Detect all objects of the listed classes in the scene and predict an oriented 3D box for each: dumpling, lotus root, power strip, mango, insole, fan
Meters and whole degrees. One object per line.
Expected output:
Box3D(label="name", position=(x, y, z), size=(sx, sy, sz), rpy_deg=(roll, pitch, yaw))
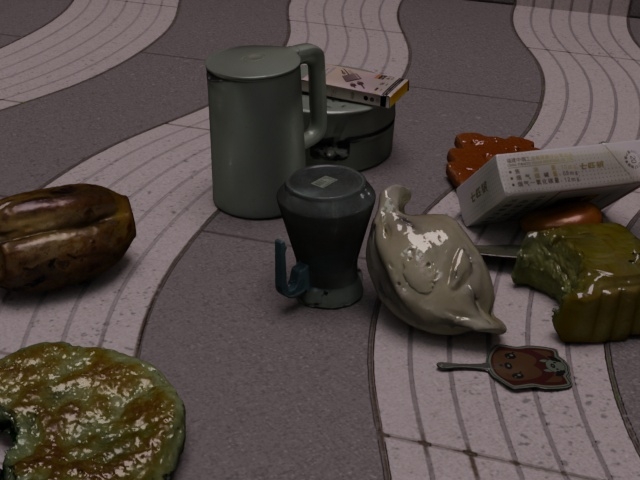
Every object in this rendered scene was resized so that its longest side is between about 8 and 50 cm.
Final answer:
Box3D(label="dumpling", position=(0.193, 0.060, 1.726), size=(0.318, 0.187, 0.243), rpy_deg=(54, 5, 12))
Box3D(label="lotus root", position=(-0.464, -0.007, 1.769), size=(0.291, 0.193, 0.193), rpy_deg=(-16, 33, -36))
Box3D(label="power strip", position=(0.013, -0.291, 2.330), size=(0.357, 0.161, 0.357), rpy_deg=(2, 29, -1))
Box3D(label="mango", position=(0.483, -0.026, 1.959), size=(0.159, 0.084, 0.105), rpy_deg=(-13, 20, 12))
Box3D(label="insole", position=(0.315, 0.016, 1.912), size=(0.348, 0.009, 0.119), rpy_deg=(5, 11, 8))
Box3D(label="fan", position=(0.297, 0.205, 1.598), size=(0.220, 0.009, 0.132), rpy_deg=(1, 26, -5))

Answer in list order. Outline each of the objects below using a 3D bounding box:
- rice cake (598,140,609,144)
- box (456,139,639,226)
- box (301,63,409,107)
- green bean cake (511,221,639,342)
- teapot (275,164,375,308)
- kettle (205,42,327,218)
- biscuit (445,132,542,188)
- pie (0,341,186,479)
Box3D(label="rice cake", position=(0.714, -0.194, 2.330), size=(0.029, 0.033, 0.171), rpy_deg=(-9, 30, -18))
Box3D(label="box", position=(0.471, -0.114, 1.996), size=(0.330, 0.095, 0.210), rpy_deg=(-6, -14, -16))
Box3D(label="box", position=(0.068, -0.360, 2.260), size=(0.247, 0.033, 0.129), rpy_deg=(14, 32, 19))
Box3D(label="green bean cake", position=(0.482, 0.067, 1.744), size=(0.233, 0.124, 0.236), rpy_deg=(-6, 30, -14))
Box3D(label="teapot", position=(0.000, 0.000, 1.733), size=(0.203, 0.225, 0.171), rpy_deg=(-25, 36, -38))
Box3D(label="kettle", position=(-0.104, -0.233, 2.043), size=(0.265, 0.318, 0.205), rpy_deg=(-7, 30, -7))
Box3D(label="biscuit", position=(0.395, -0.167, 2.253), size=(0.284, 0.043, 0.306), rpy_deg=(22, 36, 30))
Box3D(label="pie", position=(-0.341, 0.259, 1.390), size=(0.296, 0.078, 0.371), rpy_deg=(-9, 32, -19))
